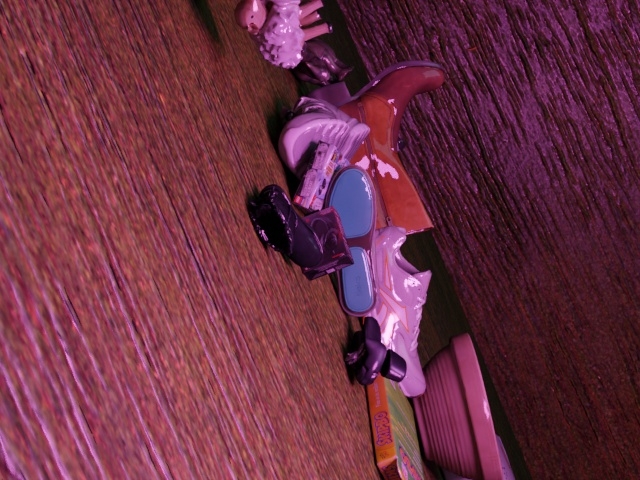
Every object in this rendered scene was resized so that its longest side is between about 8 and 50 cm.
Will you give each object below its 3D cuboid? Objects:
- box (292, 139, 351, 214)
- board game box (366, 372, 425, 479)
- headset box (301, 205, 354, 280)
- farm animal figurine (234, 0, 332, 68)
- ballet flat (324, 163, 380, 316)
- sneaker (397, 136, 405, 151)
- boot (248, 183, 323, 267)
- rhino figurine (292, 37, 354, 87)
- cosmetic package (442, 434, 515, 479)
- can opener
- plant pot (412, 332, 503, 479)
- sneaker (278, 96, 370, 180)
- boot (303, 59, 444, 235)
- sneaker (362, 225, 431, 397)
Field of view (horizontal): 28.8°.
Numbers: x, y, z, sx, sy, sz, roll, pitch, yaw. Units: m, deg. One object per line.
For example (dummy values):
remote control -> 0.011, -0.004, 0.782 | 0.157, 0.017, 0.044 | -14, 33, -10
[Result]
box -> 0.007, -0.075, 1.724 | 0.094, 0.027, 0.137 | -67, 163, -6
board game box -> 0.101, 0.263, 1.638 | 0.259, 0.039, 0.124 | -101, 165, -61
headset box -> 0.000, 0.000, 1.572 | 0.032, 0.062, 0.083 | 52, 20, -63
farm animal figurine -> -0.130, -0.391, 1.465 | 0.327, 0.172, 0.330 | 77, -12, -66
ballet flat -> 0.044, -0.002, 1.725 | 0.068, 0.072, 0.213 | -86, 172, -80
sneaker -> 0.093, -0.124, 2.166 | 0.086, 0.132, 0.228 | 47, 23, -67
boot -> -0.038, -0.008, 1.426 | 0.121, 0.045, 0.099 | 59, 9, -14
rhino figurine -> -0.010, -0.302, 2.142 | 0.106, 0.073, 0.243 | 40, 12, -1
cosmetic package -> 0.313, 0.511, 2.109 | 0.284, 0.097, 0.377 | 48, 22, -72
can opener -> 0.064, 0.147, 1.643 | 0.073, 0.059, 0.186 | 38, 7, -13
plant pot -> 0.202, 0.268, 1.911 | 0.237, 0.110, 0.237 | -13, 90, -86
sneaker -> -0.021, -0.153, 1.802 | 0.115, 0.105, 0.281 | 34, 11, 9
boot -> 0.133, -0.150, 2.098 | 0.280, 0.264, 0.096 | 68, -24, 10
sneaker -> 0.119, 0.102, 1.836 | 0.099, 0.121, 0.262 | -35, 104, -81
